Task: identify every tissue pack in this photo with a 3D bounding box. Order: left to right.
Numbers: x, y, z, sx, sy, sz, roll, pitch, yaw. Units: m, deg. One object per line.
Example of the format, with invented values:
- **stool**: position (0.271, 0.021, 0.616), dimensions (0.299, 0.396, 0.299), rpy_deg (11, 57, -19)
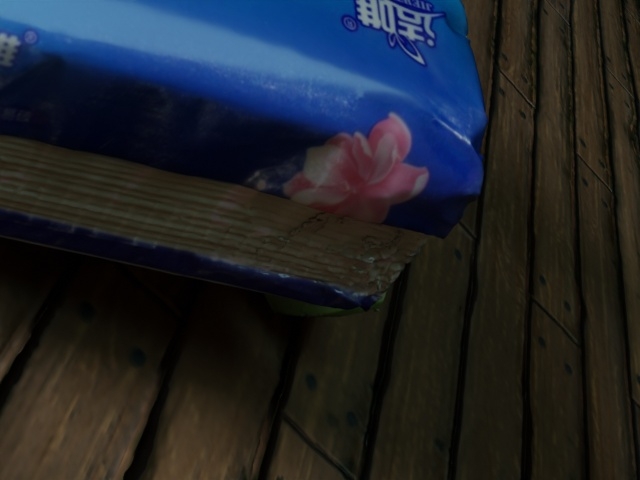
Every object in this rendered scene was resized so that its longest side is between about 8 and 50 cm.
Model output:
- **tissue pack**: position (-0.073, -0.098, 0.545), dimensions (0.269, 0.137, 0.209), rpy_deg (15, 50, -31)

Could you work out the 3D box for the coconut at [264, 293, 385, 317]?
- **coconut**: position (0.000, 0.000, 0.671), dimensions (0.083, 0.082, 0.081), rpy_deg (-16, 99, -21)
